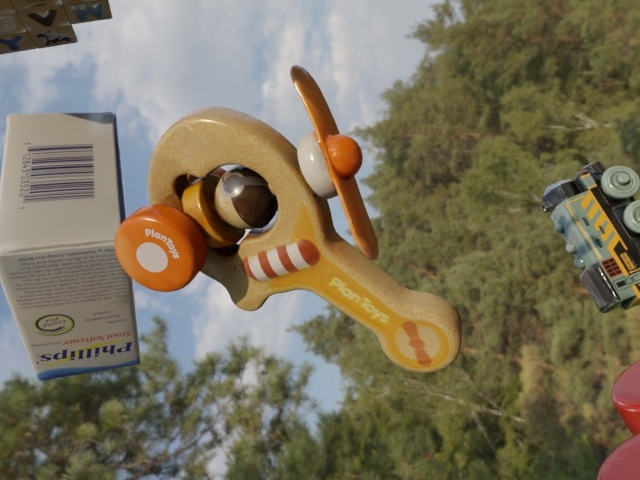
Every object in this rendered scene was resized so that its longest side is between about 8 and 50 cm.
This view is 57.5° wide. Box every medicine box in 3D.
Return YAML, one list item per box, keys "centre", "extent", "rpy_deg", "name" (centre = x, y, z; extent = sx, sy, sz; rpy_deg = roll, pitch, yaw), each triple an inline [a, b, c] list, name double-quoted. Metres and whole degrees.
- centre: [-0.352, 0.008, 0.841]
  extent: [0.289, 0.149, 0.263]
  rpy_deg: [103, 154, -46]
  name: "medicine box"

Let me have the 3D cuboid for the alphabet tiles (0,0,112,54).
- centre: [-0.396, -0.287, 0.670]
  extent: [0.342, 0.285, 0.011]
  rpy_deg: [159, 97, -76]
  name: "alphabet tiles"

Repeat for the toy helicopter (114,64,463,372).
- centre: [0.000, 0.000, 0.564]
  extent: [0.235, 0.355, 0.140]
  rpy_deg: [-51, 6, 30]
  name: "toy helicopter"

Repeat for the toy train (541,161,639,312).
- centre: [0.610, -0.008, 1.226]
  extent: [0.142, 0.190, 0.333]
  rpy_deg: [68, 180, -68]
  name: "toy train"

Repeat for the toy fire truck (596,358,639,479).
- centre: [0.332, 0.150, 0.345]
  extent: [0.169, 0.254, 0.302]
  rpy_deg: [60, -148, 3]
  name: "toy fire truck"
